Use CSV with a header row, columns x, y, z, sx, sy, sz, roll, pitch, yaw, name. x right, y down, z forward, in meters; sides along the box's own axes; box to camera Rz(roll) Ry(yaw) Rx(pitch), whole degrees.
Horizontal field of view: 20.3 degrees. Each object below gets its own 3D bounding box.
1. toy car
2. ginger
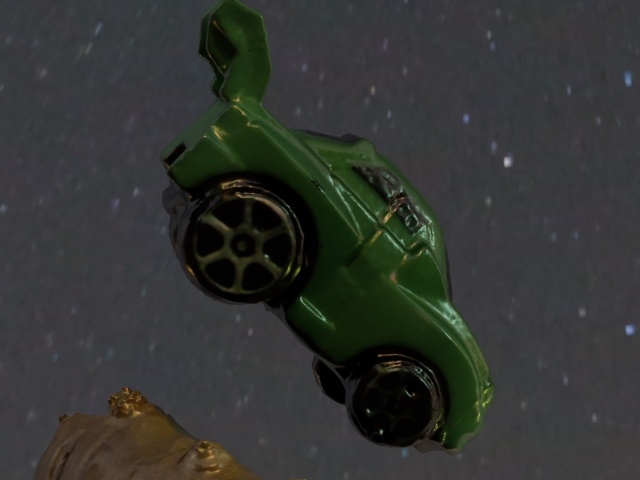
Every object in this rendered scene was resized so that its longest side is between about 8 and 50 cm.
x,y,z,sx,sy,sz,roll,pitch,yaw,name
0.000,0.000,1.342,0.359,0.213,0.176,43,-91,-7,toy car
-0.097,0.241,1.254,0.166,0.375,0.236,5,-83,-21,ginger
